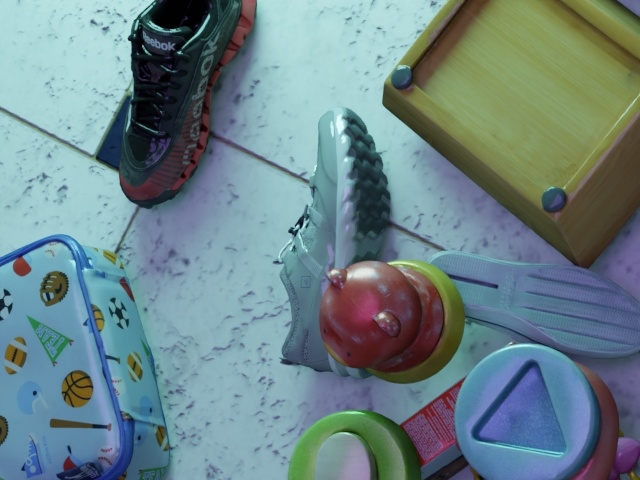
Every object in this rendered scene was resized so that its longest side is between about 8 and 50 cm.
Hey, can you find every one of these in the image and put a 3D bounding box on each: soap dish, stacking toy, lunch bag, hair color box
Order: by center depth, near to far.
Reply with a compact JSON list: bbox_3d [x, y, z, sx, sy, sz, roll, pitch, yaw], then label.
[{"bbox_3d":[0.094,0.179,1.722,0.309,0.130,0.279,30,92,26],"label":"stacking toy"},{"bbox_3d":[0.147,0.172,1.824,0.167,0.093,0.053,-37,67,14],"label":"hair color box"},{"bbox_3d":[0.218,-0.148,1.848,0.291,0.118,0.229,42,97,27],"label":"soap dish"},{"bbox_3d":[-0.300,0.163,2.022,0.243,0.115,0.303,-22,69,21],"label":"lunch bag"}]

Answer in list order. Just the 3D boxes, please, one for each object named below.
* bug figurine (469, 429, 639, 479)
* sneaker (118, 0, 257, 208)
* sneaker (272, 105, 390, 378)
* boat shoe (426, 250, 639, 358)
[{"bbox_3d":[0.245,0.294,1.764,0.216,0.072,0.279,-37,66,13],"label":"bug figurine"},{"bbox_3d":[-0.163,-0.172,2.020,0.098,0.135,0.276,21,89,25],"label":"sneaker"},{"bbox_3d":[0.000,0.000,1.922,0.115,0.105,0.281,-3,78,24],"label":"sneaker"},{"bbox_3d":[0.211,0.060,1.831,0.226,0.076,0.083,19,80,15],"label":"boat shoe"}]
